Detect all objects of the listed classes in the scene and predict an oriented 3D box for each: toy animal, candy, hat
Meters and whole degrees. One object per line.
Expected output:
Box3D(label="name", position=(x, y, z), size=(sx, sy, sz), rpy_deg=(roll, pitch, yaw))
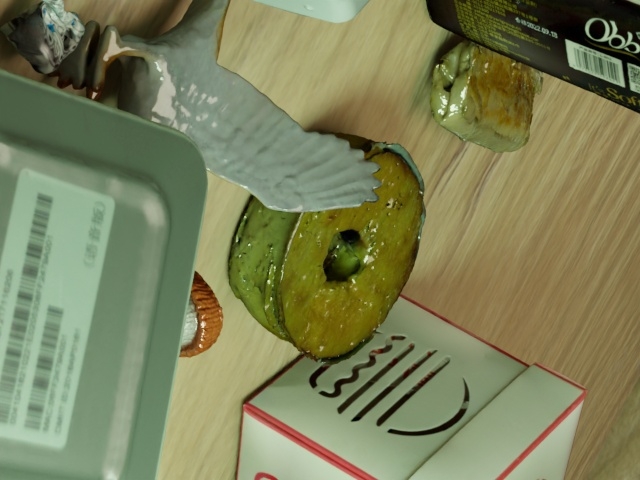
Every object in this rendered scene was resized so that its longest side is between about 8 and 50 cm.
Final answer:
Box3D(label="toy animal", position=(-0.097, -0.171, 1.732), size=(0.302, 0.225, 0.284), rpy_deg=(4, 94, -50))
Box3D(label="candy", position=(-0.217, -0.229, 1.538), size=(0.094, 0.051, 0.226), rpy_deg=(-53, 157, -39))
Box3D(label="hat", position=(-0.183, 0.074, 1.866), size=(0.162, 0.112, 0.093), rpy_deg=(-10, 97, -46))

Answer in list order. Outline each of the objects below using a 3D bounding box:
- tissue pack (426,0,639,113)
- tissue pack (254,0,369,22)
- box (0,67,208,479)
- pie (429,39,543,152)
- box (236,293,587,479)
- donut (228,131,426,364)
Box3D(label="tissue pack", position=(0.305, -0.274, 2.071), size=(0.198, 0.370, 0.210), rpy_deg=(-51, 153, -23))
Box3D(label="tissue pack", position=(-0.038, -0.345, 1.535), size=(0.236, 0.229, 0.333), rpy_deg=(-64, 156, -13))
Box3D(label="box", position=(-0.253, 0.059, 1.495), size=(0.373, 0.090, 0.367), rpy_deg=(16, 80, -49))
Box3D(label="pie", position=(0.203, -0.174, 2.326), size=(0.282, 0.068, 0.128), rpy_deg=(9, 96, -63))
Box3D(label="box", position=(0.097, 0.297, 2.341), size=(0.314, 0.300, 0.312), rpy_deg=(-37, 145, -42))
Box3D(label="donut", position=(0.000, 0.000, 2.106), size=(0.272, 0.107, 0.272), rpy_deg=(-38, 141, -40))
